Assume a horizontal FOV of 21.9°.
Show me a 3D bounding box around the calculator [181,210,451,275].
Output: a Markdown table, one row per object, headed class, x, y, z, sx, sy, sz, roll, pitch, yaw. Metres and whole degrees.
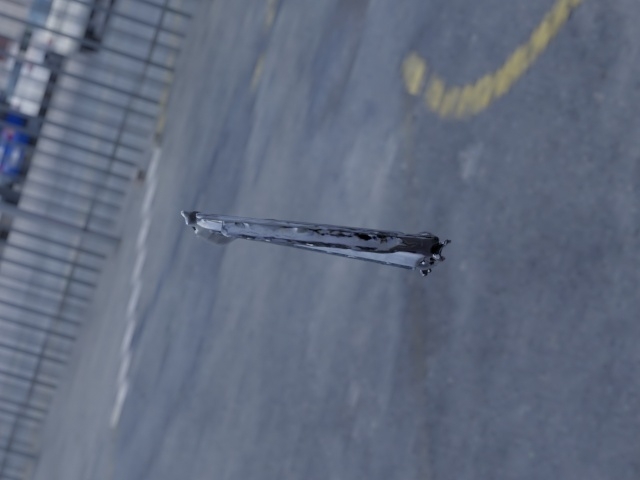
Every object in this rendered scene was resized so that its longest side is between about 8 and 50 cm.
| class | x | y | z | sx | sy | sz | roll | pitch | yaw |
| --- | --- | --- | --- | --- | --- | --- | --- | --- | --- |
| calculator | 0.000 | -0.001 | 1.114 | 0.274 | 0.165 | 0.028 | 46 | -128 | -88 |
